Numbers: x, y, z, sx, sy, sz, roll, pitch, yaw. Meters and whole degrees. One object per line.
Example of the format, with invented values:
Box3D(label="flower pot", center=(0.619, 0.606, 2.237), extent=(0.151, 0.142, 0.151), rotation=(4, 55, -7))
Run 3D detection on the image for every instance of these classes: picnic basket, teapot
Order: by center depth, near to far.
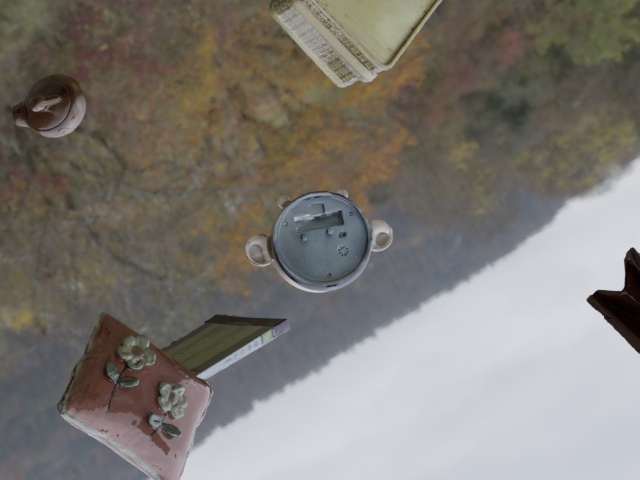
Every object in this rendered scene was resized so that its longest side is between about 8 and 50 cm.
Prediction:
Box3D(label="picnic basket", center=(0.044, -0.235, 1.060), extent=(0.164, 0.115, 0.079), rotation=(-52, -164, -23))
Box3D(label="teapot", center=(-0.428, -0.211, 1.780), extent=(0.129, 0.098, 0.078), rotation=(-10, 178, 31))

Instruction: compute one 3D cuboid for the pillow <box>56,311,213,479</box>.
Box3D(label="pillow", center=(-0.213, 0.187, 1.356), extent=(0.075, 0.179, 0.171), rotation=(-34, -154, 36))

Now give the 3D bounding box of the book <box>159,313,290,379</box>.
Box3D(label="book", center=(-0.175, 0.165, 1.641), extent=(0.157, 0.026, 0.231), rotation=(1, -158, 43))

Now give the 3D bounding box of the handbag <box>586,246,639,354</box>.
Box3D(label="handbag", center=(0.405, 0.140, 1.103), extent=(0.084, 0.260, 0.275), rotation=(-48, -156, 11))

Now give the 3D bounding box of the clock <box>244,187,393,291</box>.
Box3D(label="clock", center=(0.000, 0.000, 1.717), extent=(0.229, 0.155, 0.063), rotation=(-6, 177, -10))
